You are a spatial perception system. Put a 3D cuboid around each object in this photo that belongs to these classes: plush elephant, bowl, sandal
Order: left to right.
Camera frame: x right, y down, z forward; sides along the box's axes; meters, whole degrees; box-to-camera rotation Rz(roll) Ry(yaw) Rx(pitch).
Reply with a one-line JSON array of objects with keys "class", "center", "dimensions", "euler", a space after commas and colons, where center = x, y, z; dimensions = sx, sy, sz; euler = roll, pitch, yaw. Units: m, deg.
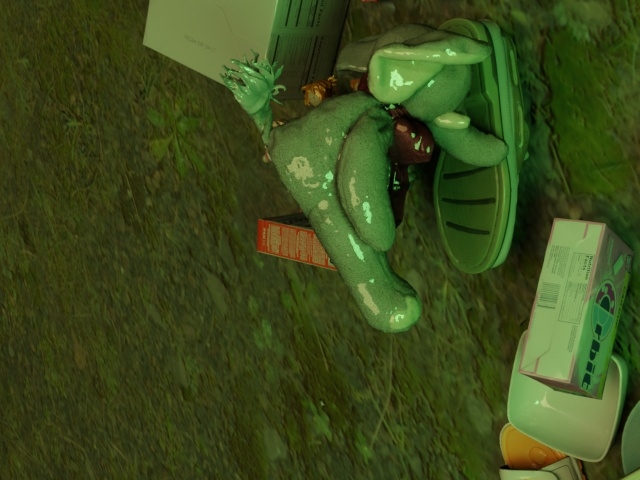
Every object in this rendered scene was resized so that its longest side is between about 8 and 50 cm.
[{"class": "plush elephant", "center": [0.083, -0.122, 1.116], "dimensions": [0.255, 0.272, 0.330], "euler": [-31, 110, 8]}, {"class": "sandal", "center": [0.283, 0.350, 1.237], "dimensions": [0.102, 0.076, 0.265], "euler": [-28, 77, 42]}, {"class": "bowl", "center": [0.302, 0.178, 1.209], "dimensions": [0.142, 0.053, 0.142], "euler": [20, 110, 40]}]

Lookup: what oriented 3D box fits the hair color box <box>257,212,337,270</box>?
[{"class": "hair color box", "center": [0.000, 0.000, 1.435], "dimensions": [0.167, 0.093, 0.053], "euler": [14, 106, 40]}]

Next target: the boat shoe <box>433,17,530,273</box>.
[{"class": "boat shoe", "center": [0.204, -0.114, 1.218], "dimensions": [0.113, 0.103, 0.302], "euler": [6, 100, 45]}]

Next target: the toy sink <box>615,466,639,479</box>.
[{"class": "toy sink", "center": [0.365, 0.314, 1.066], "dimensions": [0.234, 0.131, 0.153], "euler": [-44, 67, 39]}]

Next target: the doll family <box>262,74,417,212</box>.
[{"class": "doll family", "center": [0.038, -0.144, 1.375], "dimensions": [0.263, 0.118, 0.163], "euler": [-9, 108, 48]}]

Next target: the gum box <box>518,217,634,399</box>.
[{"class": "gum box", "center": [0.288, 0.072, 1.123], "dimensions": [0.062, 0.107, 0.188], "euler": [9, 78, 37]}]

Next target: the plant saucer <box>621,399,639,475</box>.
[{"class": "plant saucer", "center": [0.429, 0.244, 1.111], "dimensions": [0.195, 0.037, 0.195], "euler": [9, 103, 41]}]

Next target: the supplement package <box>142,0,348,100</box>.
[{"class": "supplement package", "center": [-0.107, -0.338, 1.445], "dimensions": [0.262, 0.145, 0.204], "euler": [30, 117, 35]}]
